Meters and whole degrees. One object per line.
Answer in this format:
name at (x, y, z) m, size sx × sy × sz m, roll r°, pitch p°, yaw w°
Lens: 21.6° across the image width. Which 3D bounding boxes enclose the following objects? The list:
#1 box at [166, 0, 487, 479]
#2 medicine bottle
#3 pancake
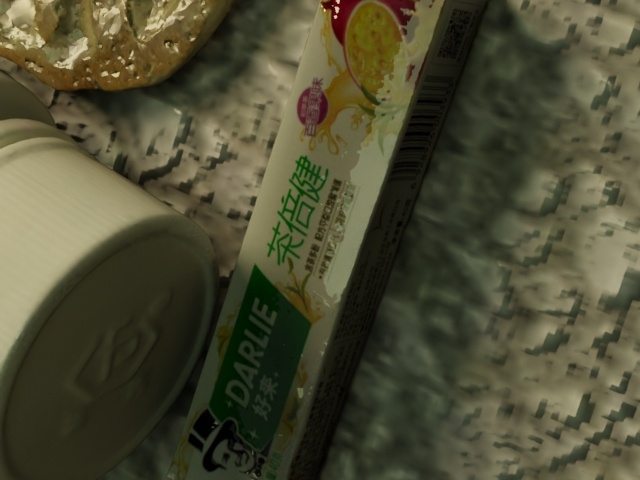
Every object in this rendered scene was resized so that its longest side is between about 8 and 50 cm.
box at (0.000, 0.000, 0.590) m, size 0.050 × 0.041 × 0.207 m, roll 24°, pitch 104°, yaw 25°
medicine bottle at (-0.161, -0.012, 0.630) m, size 0.237 × 0.139 × 0.139 m, roll 29°, pitch 106°, yaw 27°
pancake at (-0.085, -0.130, 0.645) m, size 0.152 × 0.025 × 0.151 m, roll 2°, pitch 94°, yaw 31°
